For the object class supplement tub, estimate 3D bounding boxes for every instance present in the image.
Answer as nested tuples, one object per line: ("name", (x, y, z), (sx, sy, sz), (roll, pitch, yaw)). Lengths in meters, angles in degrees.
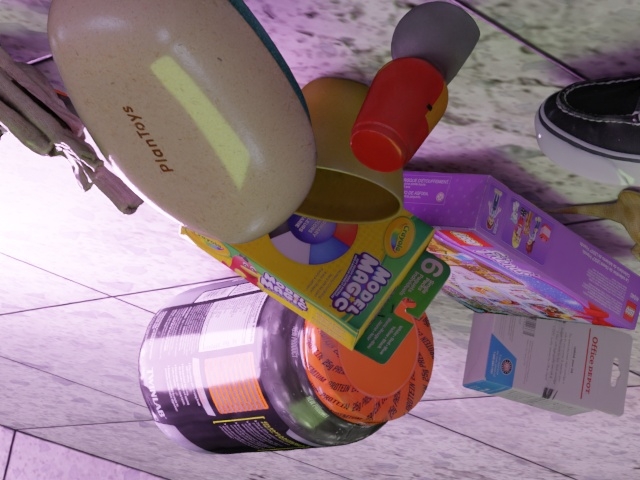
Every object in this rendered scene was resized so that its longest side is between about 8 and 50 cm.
("supplement tub", (-0.040, 0.136, 2.027), (0.207, 0.207, 0.338), (23, 159, -34))

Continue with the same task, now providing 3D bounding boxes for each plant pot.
("plant pot", (0.011, -0.082, 1.510), (0.134, 0.095, 0.134), (9, 162, 3))

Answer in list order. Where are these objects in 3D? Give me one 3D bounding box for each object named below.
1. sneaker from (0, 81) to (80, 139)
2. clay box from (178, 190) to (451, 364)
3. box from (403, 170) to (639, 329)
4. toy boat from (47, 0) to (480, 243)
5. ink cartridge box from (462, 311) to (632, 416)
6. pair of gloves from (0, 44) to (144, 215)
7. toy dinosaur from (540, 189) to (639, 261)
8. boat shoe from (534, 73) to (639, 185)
("sneaker", (-0.285, -0.114, 1.631), (0.157, 0.065, 0.061), (11, 162, 0))
("clay box", (0.000, 0.000, 1.583), (0.222, 0.127, 0.053), (32, 155, 10))
("box", (0.159, 0.009, 1.734), (0.201, 0.057, 0.293), (6, 164, 42))
("toy boat", (-0.038, -0.116, 1.342), (0.318, 0.148, 0.267), (3, 136, 31))
("ink cartridge box", (0.259, 0.137, 2.022), (0.180, 0.104, 0.060), (17, 161, -19))
("pair of gloves", (-0.236, -0.111, 1.486), (0.204, 0.042, 0.240), (44, -179, 11))
("toy dinosaur", (0.300, -0.017, 1.646), (0.183, 0.053, 0.092), (8, 149, 50))
("boat shoe", (0.287, -0.100, 1.307), (0.301, 0.108, 0.102), (12, 134, 40))
